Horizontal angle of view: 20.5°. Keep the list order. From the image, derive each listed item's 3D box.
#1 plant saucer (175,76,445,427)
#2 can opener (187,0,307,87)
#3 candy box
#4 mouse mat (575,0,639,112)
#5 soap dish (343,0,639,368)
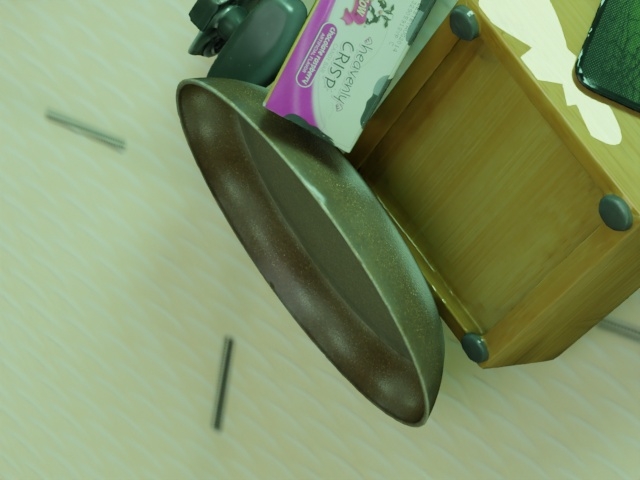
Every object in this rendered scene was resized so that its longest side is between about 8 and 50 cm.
[{"bbox_3d":[0.000,0.000,1.317,0.050,0.310,0.310,-35,78,-12],"label":"plant saucer"},{"bbox_3d":[-0.011,-0.228,1.323,0.093,0.074,0.280,42,123,13],"label":"can opener"},{"bbox_3d":[0.044,-0.179,1.233,0.071,0.233,0.159,28,115,-3],"label":"candy box"},{"bbox_3d":[0.258,-0.150,1.113,0.152,0.007,0.190,24,73,1],"label":"mouse mat"},{"bbox_3d":[0.140,-0.053,1.215,0.229,0.118,0.291,53,147,10],"label":"soap dish"}]
